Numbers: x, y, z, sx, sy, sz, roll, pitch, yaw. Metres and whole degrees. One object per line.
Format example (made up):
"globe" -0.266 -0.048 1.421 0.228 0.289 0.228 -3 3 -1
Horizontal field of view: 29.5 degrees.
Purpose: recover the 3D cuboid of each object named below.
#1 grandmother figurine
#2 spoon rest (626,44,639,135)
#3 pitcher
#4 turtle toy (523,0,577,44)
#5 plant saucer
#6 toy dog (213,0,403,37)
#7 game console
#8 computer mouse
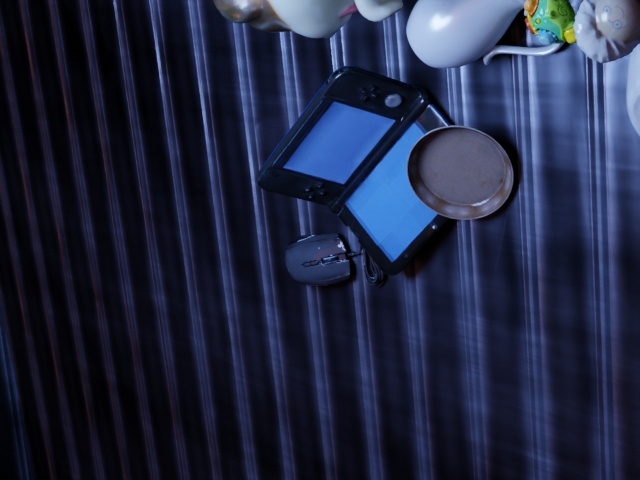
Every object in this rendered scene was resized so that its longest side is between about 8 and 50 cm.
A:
"grandmother figurine" 0.445 -0.345 1.463 0.342 0.104 0.207 -42 63 28
"spoon rest" 0.437 -0.240 1.619 0.137 0.084 0.276 -23 101 52
"pitcher" 0.242 -0.317 1.777 0.207 0.125 0.177 -30 97 39
"turtle toy" 0.312 -0.303 1.641 0.066 0.130 0.095 -24 93 19
"plant saucer" 0.219 -0.110 1.896 0.169 0.029 0.168 9 125 14
"toy dog" -0.007 -0.458 1.706 0.395 0.284 0.408 29 134 0
"game console" 0.077 -0.106 1.982 0.293 0.250 0.173 -50 40 37
"computer mouse" 0.000 0.000 2.222 0.262 0.060 0.184 0 106 49
